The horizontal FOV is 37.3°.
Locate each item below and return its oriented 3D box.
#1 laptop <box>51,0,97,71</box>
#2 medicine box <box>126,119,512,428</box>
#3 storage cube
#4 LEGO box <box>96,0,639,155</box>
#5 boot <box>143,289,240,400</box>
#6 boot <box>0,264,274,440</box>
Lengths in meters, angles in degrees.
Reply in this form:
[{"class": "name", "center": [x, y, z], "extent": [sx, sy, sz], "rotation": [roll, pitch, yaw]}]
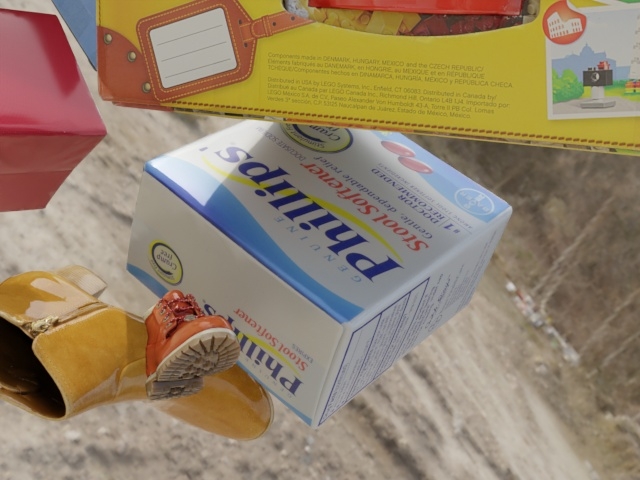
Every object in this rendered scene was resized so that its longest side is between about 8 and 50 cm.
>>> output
[{"class": "laptop", "center": [-0.371, -0.510, 1.247], "extent": [0.408, 0.382, 0.236], "rotation": [26, 35, -30]}, {"class": "medicine box", "center": [0.000, 0.000, 0.970], "extent": [0.263, 0.149, 0.289], "rotation": [37, 42, 22]}, {"class": "storage cube", "center": [-0.409, -0.157, 1.145], "extent": [0.193, 0.184, 0.215], "rotation": [-6, 64, -47]}, {"class": "LEGO box", "center": [0.130, -0.200, 0.779], "extent": [0.372, 0.500, 0.193], "rotation": [-27, 122, -62]}, {"class": "boot", "center": [-0.112, 0.074, 0.768], "extent": [0.059, 0.158, 0.084], "rotation": [0, 71, -27]}, {"class": "boot", "center": [-0.193, 0.134, 0.909], "extent": [0.295, 0.104, 0.211], "rotation": [35, 16, 1]}]
